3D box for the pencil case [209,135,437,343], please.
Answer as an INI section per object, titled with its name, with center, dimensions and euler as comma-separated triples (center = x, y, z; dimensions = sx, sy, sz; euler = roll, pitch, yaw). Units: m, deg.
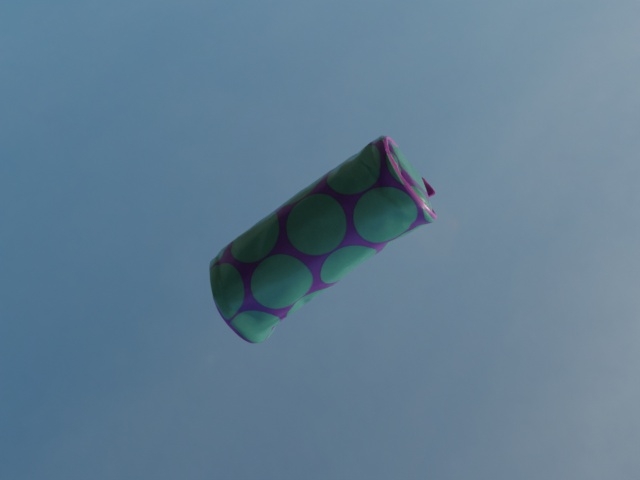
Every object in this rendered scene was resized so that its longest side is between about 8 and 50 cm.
[pencil case]
center = 0.000, 0.000, 0.599
dimensions = 0.151, 0.070, 0.065
euler = -35, -117, 13
